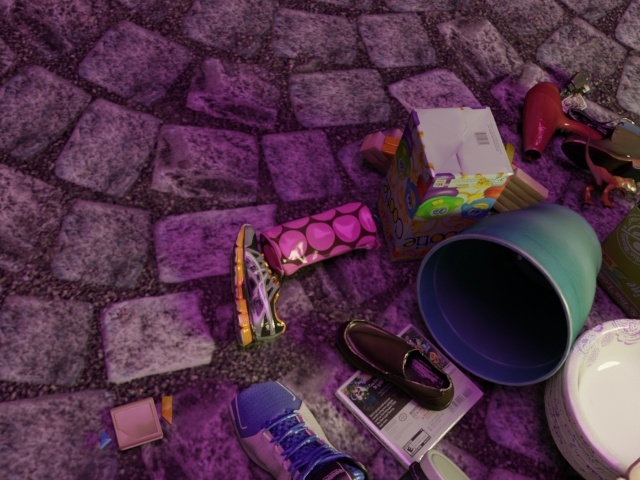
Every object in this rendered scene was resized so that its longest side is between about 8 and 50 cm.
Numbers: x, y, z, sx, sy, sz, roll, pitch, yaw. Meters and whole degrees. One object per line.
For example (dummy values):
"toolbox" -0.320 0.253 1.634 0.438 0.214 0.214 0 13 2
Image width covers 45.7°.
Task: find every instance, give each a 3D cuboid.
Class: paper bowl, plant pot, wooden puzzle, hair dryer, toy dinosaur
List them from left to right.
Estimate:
"wooden puzzle" -0.283 0.283 1.174 0.116 0.014 0.079 -8 56 -15
"plant pot" 0.346 0.062 1.291 0.271 0.272 0.255 42 47 16
"hair dryer" 0.534 -0.253 1.618 0.293 0.080 0.224 -27 68 -23
"toy dinosaur" 0.560 -0.126 1.530 0.211 0.064 0.112 24 75 -40
"paper bowl" 0.505 0.282 1.238 0.284 0.148 0.284 4 58 -7

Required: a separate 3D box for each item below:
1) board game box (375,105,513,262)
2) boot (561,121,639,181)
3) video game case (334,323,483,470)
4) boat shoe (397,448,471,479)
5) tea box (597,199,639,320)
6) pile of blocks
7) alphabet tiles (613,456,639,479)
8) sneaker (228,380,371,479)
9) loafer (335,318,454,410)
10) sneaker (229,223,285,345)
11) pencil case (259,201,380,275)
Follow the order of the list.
"board game box" 0.206 -0.091 1.340 0.142 0.275 0.144 -4 59 -13
"boot" 0.593 -0.201 1.581 0.219 0.082 0.106 17 66 -19
"video game case" 0.148 0.255 1.265 0.190 0.022 0.173 -37 72 -27
"boat shoe" 0.237 0.450 1.122 0.302 0.091 0.114 48 18 20
"tea box" 0.705 0.043 1.319 0.220 0.323 0.329 -26 65 -24
"pile of blocks" 0.266 -0.169 1.476 0.362 0.149 0.113 18 57 2
"alphabet tiles" 0.492 0.451 1.104 0.284 0.021 0.278 -41 102 0
"sneaker" -0.007 0.326 1.096 0.127 0.182 0.315 -23 65 -24
"loafer" 0.128 0.190 1.241 0.220 0.078 0.080 29 59 8
"sneaker" -0.110 0.074 1.299 0.083 0.084 0.215 -2 69 -12
"pencil case" 0.000 0.000 1.359 0.209 0.095 0.098 -18 75 -18
